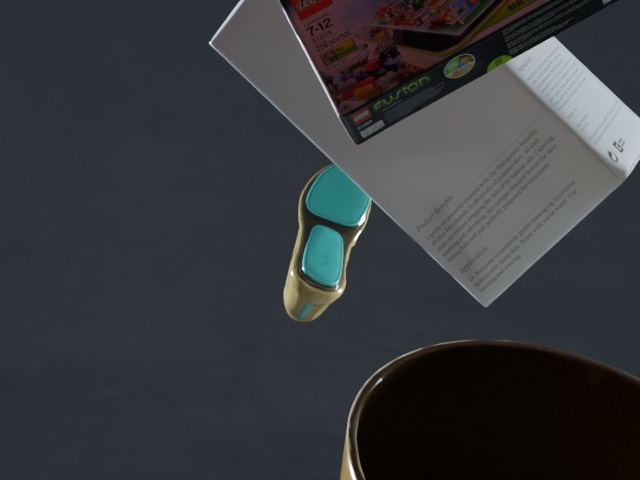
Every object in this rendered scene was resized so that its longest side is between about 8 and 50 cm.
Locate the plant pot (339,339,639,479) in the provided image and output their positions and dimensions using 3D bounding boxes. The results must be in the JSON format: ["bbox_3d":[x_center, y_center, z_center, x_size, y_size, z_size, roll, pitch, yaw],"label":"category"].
[{"bbox_3d":[0.099,0.224,0.775,0.237,0.254,0.237,12,31,-7],"label":"plant pot"}]

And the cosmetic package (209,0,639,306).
[{"bbox_3d":[0.104,-0.144,1.329,0.365,0.197,0.155,46,32,1],"label":"cosmetic package"}]

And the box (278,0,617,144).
[{"bbox_3d":[0.086,-0.157,0.897,0.207,0.114,0.036,-29,-34,4],"label":"box"}]

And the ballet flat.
[{"bbox_3d":[0.000,0.000,1.549,0.080,0.073,0.232,25,38,-3],"label":"ballet flat"}]
